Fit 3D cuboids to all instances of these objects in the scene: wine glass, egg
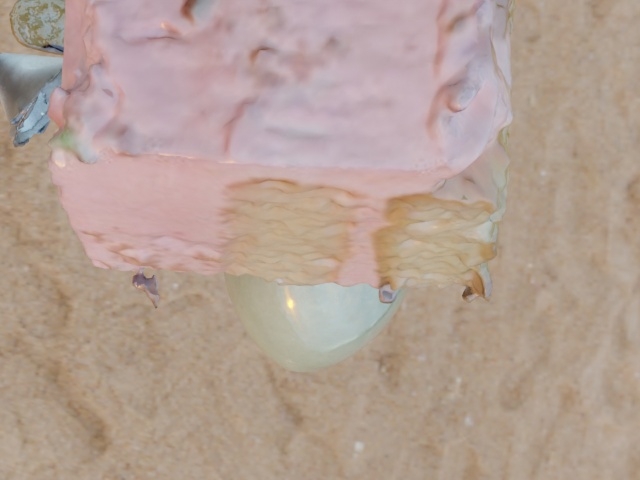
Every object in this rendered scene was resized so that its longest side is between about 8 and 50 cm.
[{"bbox_3d":[-0.449,-0.251,1.629,0.232,0.156,0.156,38,59,-1],"label":"wine glass"},{"bbox_3d":[0.000,0.000,1.152,0.187,0.187,0.253,14,89,-47],"label":"egg"}]

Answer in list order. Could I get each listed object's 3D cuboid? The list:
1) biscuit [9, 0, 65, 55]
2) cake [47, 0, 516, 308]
[{"bbox_3d":[-0.318,-0.266,1.531,0.147,0.018,0.071,7,80,-26],"label":"biscuit"},{"bbox_3d":[-0.017,-0.136,0.858,0.293,0.307,0.314,81,12,-71],"label":"cake"}]
